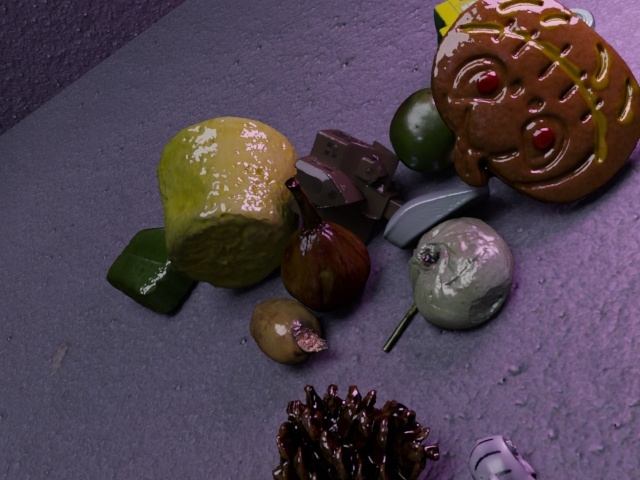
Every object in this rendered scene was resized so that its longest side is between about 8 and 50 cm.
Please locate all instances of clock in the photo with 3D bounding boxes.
[{"bbox_3d":[0.266,0.350,1.062,0.080,0.117,0.176,-38,38,9],"label":"clock"}]

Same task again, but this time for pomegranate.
[{"bbox_3d":[0.253,-0.212,1.543,0.187,0.187,0.225,-46,62,0],"label":"pomegranate"}]

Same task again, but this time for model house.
[{"bbox_3d":[0.077,-0.098,1.563,0.243,0.204,0.211,28,111,20],"label":"model house"}]

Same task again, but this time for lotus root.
[{"bbox_3d":[-0.066,0.187,1.514,0.221,0.118,0.125,26,93,53],"label":"lotus root"}]

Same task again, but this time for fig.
[{"bbox_3d":[-0.020,0.026,1.473,0.190,0.290,0.191,-15,55,22],"label":"fig"}]

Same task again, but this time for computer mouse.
[{"bbox_3d":[0.224,-0.060,1.452,0.231,0.128,0.079,-30,81,15],"label":"computer mouse"}]

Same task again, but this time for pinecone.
[{"bbox_3d":[0.049,0.347,1.187,0.257,0.243,0.243,4,46,-8],"label":"pinecone"}]

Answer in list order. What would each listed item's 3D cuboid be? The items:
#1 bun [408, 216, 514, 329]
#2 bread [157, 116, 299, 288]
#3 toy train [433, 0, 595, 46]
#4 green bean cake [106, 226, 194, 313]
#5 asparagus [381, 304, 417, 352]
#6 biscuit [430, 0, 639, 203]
[{"bbox_3d":[0.248,0.053,1.347,0.221,0.108,0.221,-24,43,25],"label":"bun"},{"bbox_3d":[-0.206,-0.083,1.702,0.348,0.348,0.308,-27,46,22],"label":"bread"},{"bbox_3d":[0.393,-0.397,1.528,0.272,0.179,0.442,-24,42,7],"label":"toy train"},{"bbox_3d":[-0.425,0.065,1.941,0.248,0.125,0.222,12,63,44],"label":"green bean cake"},{"bbox_3d":[0.158,0.159,1.410,0.015,0.018,0.127,33,81,26],"label":"asparagus"},{"bbox_3d":[0.370,-0.241,1.321,0.350,0.394,0.070,-52,-5,5],"label":"biscuit"}]
